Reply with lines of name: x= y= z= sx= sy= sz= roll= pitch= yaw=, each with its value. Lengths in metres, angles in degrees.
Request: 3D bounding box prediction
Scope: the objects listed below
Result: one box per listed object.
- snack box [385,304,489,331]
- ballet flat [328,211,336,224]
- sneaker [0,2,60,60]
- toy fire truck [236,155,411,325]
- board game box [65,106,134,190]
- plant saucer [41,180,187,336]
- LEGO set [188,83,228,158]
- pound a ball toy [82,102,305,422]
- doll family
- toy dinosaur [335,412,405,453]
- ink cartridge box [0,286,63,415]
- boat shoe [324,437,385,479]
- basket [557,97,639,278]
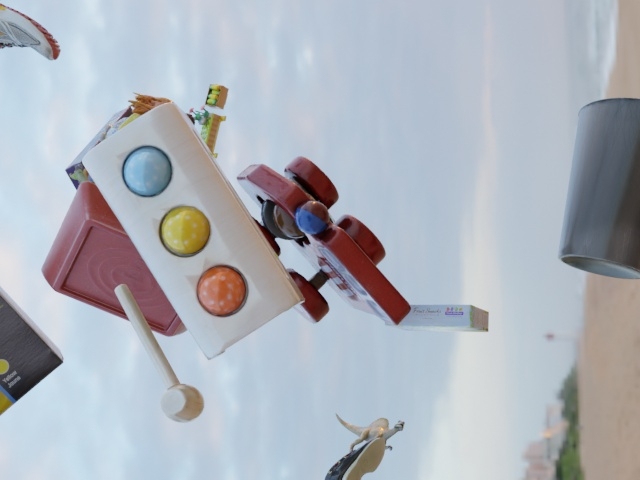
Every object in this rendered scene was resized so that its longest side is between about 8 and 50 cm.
snack box: x=0.184 y=0.122 z=1.816 sx=0.100 sy=0.141 sz=0.037 roll=24 pitch=-113 yaw=-64
ballet flat: x=0.000 y=-0.020 z=2.117 sx=0.079 sy=0.077 sz=0.221 roll=59 pitch=-177 yaw=-19
sneaker: x=-0.560 y=-0.365 z=2.032 sx=0.092 sy=0.225 sz=0.088 roll=-65 pitch=-10 yaw=-1
toy fire truck: x=0.000 y=0.000 z=1.788 sx=0.302 sy=0.169 sz=0.254 roll=50 pitch=167 yaw=-14
board game box: x=-0.426 y=-0.136 z=2.477 sx=0.208 sy=0.056 sz=0.347 roll=59 pitch=-160 yaw=-18
plant saucer: x=-0.287 y=0.047 z=1.776 sx=0.258 sy=0.259 sz=0.047 roll=-52 pitch=18 yaw=46
LEGO set: x=-0.286 y=-0.197 z=2.391 sx=0.287 sy=0.107 sz=0.132 roll=-59 pitch=34 yaw=21
pound a ball toy: x=-0.166 y=0.031 z=1.320 sx=0.319 sy=0.208 sz=0.136 roll=58 pitch=-176 yaw=4
doll family: x=-0.303 y=-0.152 z=1.876 sx=0.118 sy=0.163 sz=0.263 roll=48 pitch=-137 yaw=-30
toy dinosaur: x=0.095 y=0.383 z=2.242 sx=0.053 sy=0.183 sz=0.092 roll=48 pitch=-126 yaw=-32
ink cartridge box: x=-0.645 y=0.190 z=1.934 sx=0.307 sy=0.303 sz=0.072 roll=53 pitch=173 yaw=-26
boat shoe: x=0.053 y=0.325 z=1.687 sx=0.133 sy=0.042 sz=0.049 roll=-34 pitch=-58 yaw=-50
basket: x=0.428 y=-0.069 z=1.662 sx=0.204 sy=0.154 sz=0.227 roll=149 pitch=136 yaw=-79
